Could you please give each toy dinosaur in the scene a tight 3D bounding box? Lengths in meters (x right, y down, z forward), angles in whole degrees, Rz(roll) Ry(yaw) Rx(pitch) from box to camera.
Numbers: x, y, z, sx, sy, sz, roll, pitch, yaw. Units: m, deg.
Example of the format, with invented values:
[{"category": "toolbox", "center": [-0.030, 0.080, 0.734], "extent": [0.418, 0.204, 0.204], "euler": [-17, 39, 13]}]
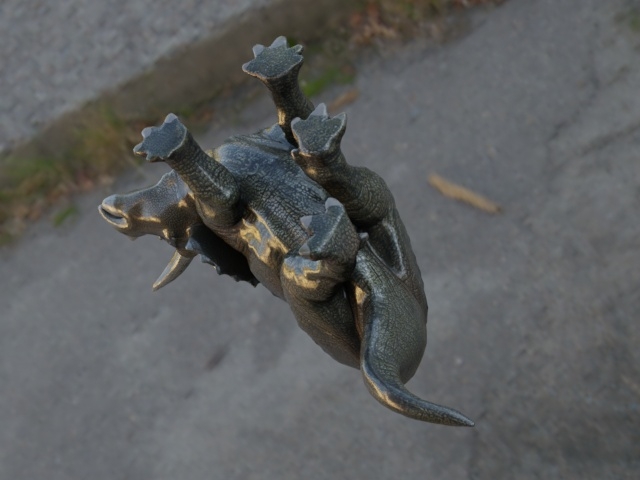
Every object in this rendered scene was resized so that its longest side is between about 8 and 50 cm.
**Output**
[{"category": "toy dinosaur", "center": [0.000, 0.000, 0.781], "extent": [0.313, 0.160, 0.121], "euler": [32, 73, 37]}]
